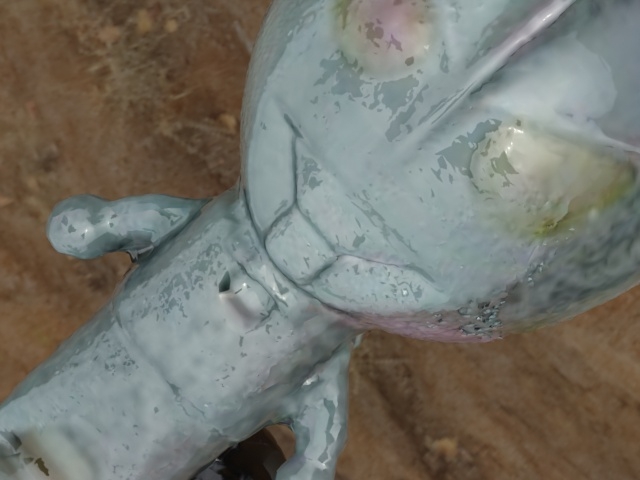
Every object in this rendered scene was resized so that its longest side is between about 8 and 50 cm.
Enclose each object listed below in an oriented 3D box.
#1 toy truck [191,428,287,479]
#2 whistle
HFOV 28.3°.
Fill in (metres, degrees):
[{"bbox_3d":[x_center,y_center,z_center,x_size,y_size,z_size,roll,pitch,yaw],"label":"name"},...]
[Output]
[{"bbox_3d":[-0.107,0.182,0.605,0.177,0.161,0.213,-16,85,59],"label":"toy truck"},{"bbox_3d":[0.001,0.001,0.400,0.346,0.133,0.142,-42,108,9],"label":"whistle"}]
